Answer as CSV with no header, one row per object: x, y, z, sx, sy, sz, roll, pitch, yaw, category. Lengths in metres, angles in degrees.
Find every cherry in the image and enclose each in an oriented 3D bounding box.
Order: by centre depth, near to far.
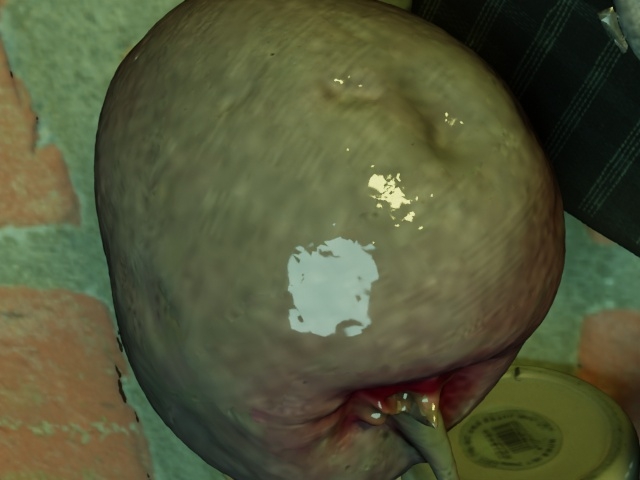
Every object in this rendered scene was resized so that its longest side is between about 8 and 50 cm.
0.000,0.000,0.511,0.266,0.183,0.213,50,133,20,cherry

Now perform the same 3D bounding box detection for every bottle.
0.107,0.199,0.646,0.120,0.120,0.253,4,122,19,bottle

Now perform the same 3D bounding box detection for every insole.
0.145,-0.012,0.476,0.309,0.012,0.110,48,144,20,insole

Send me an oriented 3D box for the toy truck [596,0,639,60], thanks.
0.134,-0.222,0.332,0.176,0.178,0.363,-7,118,36,toy truck
